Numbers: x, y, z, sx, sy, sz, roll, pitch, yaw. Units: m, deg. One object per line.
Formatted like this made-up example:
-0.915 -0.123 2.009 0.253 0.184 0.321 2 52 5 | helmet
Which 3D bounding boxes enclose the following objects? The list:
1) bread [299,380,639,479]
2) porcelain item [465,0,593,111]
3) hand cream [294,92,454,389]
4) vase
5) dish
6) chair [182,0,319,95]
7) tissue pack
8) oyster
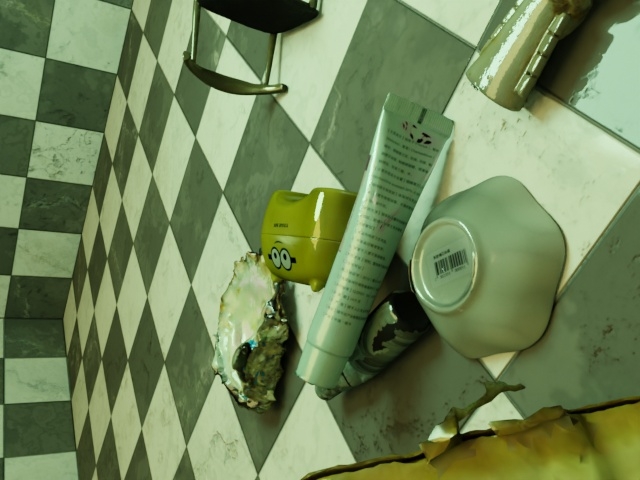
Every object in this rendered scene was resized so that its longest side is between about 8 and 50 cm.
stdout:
0.144 0.205 0.346 0.279 0.315 0.249 -44 50 33 | bread
0.212 -0.225 0.526 0.213 0.054 0.084 -62 40 33 | porcelain item
0.055 0.007 0.657 0.058 0.085 0.332 -131 62 -77 | hand cream
0.051 0.139 0.720 0.211 0.059 0.060 -51 45 40 | vase
0.143 0.025 0.587 0.190 0.066 0.191 -13 75 57 | dish
-0.110 -0.387 0.957 0.166 0.188 0.273 7 88 59 | chair
0.000 0.000 0.766 0.178 0.123 0.127 6 90 59 | tissue pack
-0.112 0.148 0.966 0.198 0.092 0.260 -35 47 51 | oyster
